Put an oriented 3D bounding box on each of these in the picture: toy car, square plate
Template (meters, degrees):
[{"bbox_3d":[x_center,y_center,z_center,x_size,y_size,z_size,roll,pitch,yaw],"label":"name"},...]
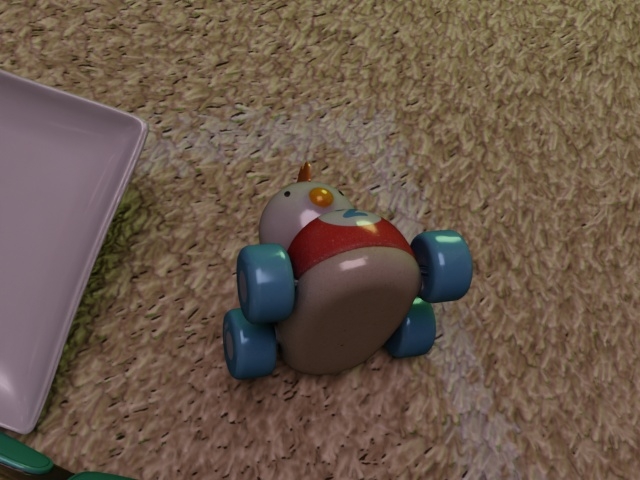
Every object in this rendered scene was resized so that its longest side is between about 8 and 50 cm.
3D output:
[{"bbox_3d":[0.000,0.000,0.808,0.219,0.210,0.238,-5,54,-19],"label":"toy car"},{"bbox_3d":[-0.392,-0.020,0.799,0.347,0.049,0.344,20,89,4],"label":"square plate"}]

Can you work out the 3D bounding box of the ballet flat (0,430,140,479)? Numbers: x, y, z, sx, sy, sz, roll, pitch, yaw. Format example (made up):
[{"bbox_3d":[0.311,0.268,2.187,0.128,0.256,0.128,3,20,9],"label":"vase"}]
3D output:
[{"bbox_3d":[-0.260,0.263,0.716,0.342,0.116,0.124,18,86,3],"label":"ballet flat"}]
